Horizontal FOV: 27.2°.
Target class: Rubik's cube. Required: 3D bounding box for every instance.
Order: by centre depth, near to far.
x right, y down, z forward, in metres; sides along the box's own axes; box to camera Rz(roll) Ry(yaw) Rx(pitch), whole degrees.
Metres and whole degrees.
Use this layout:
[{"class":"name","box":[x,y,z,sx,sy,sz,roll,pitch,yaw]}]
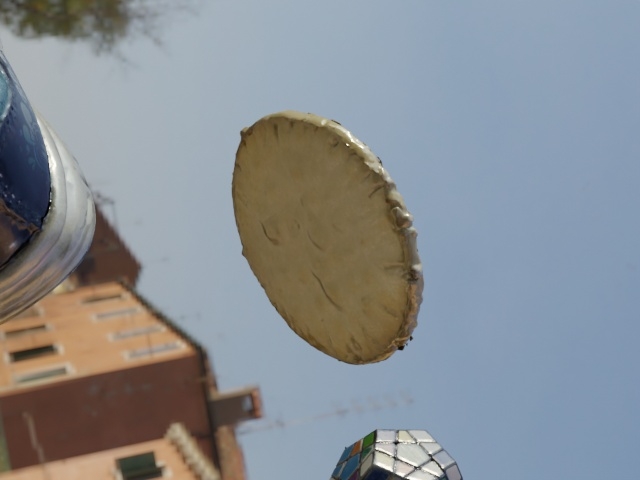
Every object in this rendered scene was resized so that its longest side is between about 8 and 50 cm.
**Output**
[{"class":"Rubik's cube","box":[0.057,0.192,0.975,0.111,0.093,0.111,56,-13,20]}]

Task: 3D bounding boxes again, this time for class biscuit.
[{"class":"biscuit","box":[0.000,0.000,0.718,0.152,0.020,0.152,28,-50,41]}]

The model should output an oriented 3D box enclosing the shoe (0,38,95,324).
[{"class":"shoe","box":[-0.154,-0.065,0.440,0.207,0.091,0.106,52,-5,30]}]
